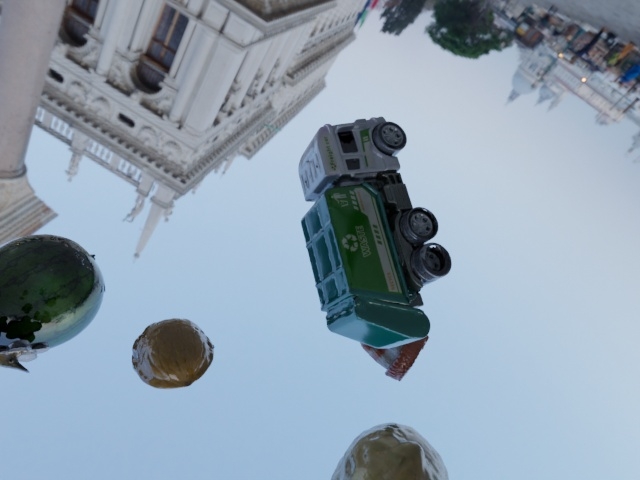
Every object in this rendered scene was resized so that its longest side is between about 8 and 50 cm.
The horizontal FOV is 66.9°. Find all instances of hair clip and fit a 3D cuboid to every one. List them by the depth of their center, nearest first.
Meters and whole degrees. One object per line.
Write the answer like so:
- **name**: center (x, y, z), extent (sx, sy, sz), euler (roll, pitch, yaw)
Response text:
- **hair clip**: center (-0.805, 0.286, 1.176), extent (0.257, 0.146, 0.075), euler (3, -109, -18)

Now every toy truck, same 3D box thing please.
- **toy truck**: center (0.052, -0.009, 0.537), extent (0.124, 0.114, 0.253), euler (-9, -106, -25)

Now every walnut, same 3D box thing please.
- **walnut**: center (-0.313, 0.218, 1.021), extent (0.167, 0.086, 0.211), euler (-16, -155, -29)

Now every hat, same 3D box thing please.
- **hat**: center (0.115, 0.188, 0.939), extent (0.162, 0.112, 0.093), euler (31, 175, 10)

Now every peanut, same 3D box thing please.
- **peanut**: center (0.099, 0.391, 0.762), extent (0.192, 0.387, 0.169), euler (-27, -121, -15)

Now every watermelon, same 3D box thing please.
- **watermelon**: center (-0.800, 0.148, 1.374), extent (0.364, 0.363, 0.363), euler (25, -147, -18)
